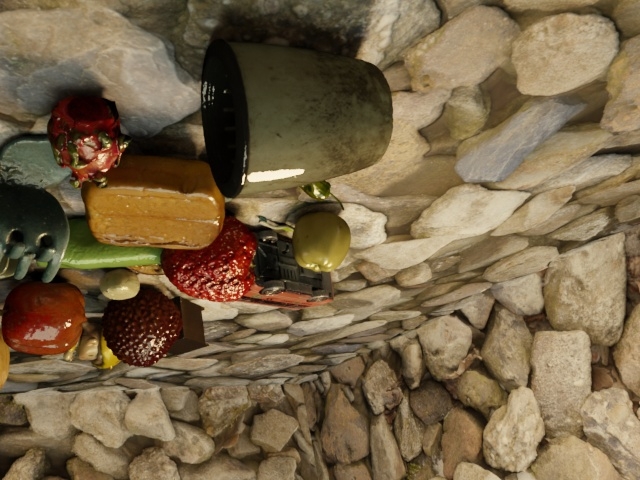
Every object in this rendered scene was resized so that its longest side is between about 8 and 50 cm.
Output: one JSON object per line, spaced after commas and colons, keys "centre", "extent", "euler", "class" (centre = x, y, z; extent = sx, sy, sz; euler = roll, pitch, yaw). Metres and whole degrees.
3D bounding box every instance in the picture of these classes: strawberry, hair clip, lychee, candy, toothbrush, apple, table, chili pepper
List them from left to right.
{"centre": [-0.717, -0.061, 1.317], "extent": [0.318, 0.238, 0.392], "euler": [11, 148, -36], "class": "hair clip"}
{"centre": [-0.599, 0.014, 1.650], "extent": [0.343, 0.142, 0.132], "euler": [0, 163, -22], "class": "candy"}
{"centre": [-0.637, 0.309, 2.136], "extent": [0.275, 0.276, 0.304], "euler": [-19, 124, 15], "class": "lychee"}
{"centre": [-0.567, 0.343, 2.352], "extent": [0.172, 0.169, 0.193], "euler": [-18, 157, 14], "class": "table"}
{"centre": [-0.322, 0.050, 1.702], "extent": [0.277, 0.257, 0.257], "euler": [7, 150, -45], "class": "strawberry"}
{"centre": [-0.107, -0.033, 1.910], "extent": [0.022, 0.026, 0.263], "euler": [-20, 155, 32], "class": "toothbrush"}
{"centre": [-0.020, -0.151, 1.641], "extent": [0.072, 0.073, 0.204], "euler": [-9, 152, 42], "class": "chili pepper"}
{"centre": [0.000, 0.000, 1.854], "extent": [0.200, 0.200, 0.200], "euler": [-10, 156, -4], "class": "apple"}

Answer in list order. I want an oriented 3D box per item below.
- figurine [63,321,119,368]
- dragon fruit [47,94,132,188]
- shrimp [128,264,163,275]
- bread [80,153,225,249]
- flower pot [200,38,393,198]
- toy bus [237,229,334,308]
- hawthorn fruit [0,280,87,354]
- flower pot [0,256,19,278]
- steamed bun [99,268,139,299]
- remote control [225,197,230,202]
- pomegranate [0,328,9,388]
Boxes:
{"centre": [-0.913, 0.391, 2.295], "extent": [0.343, 0.187, 0.215], "euler": [16, 153, -37], "class": "figurine"}
{"centre": [-0.467, -0.196, 1.216], "extent": [0.166, 0.160, 0.172], "euler": [24, 141, 5], "class": "dragon fruit"}
{"centre": [-0.524, 0.053, 1.872], "extent": [0.178, 0.075, 0.289], "euler": [1, 166, -21], "class": "shrimp"}
{"centre": [-0.401, -0.108, 1.459], "extent": [0.337, 0.148, 0.328], "euler": [2, 153, -12], "class": "bread"}
{"centre": [-0.049, -0.246, 1.186], "extent": [0.330, 0.294, 0.293], "euler": [-9, 157, -25], "class": "flower pot"}
{"centre": [-0.149, 0.113, 2.006], "extent": [0.233, 0.203, 0.427], "euler": [-22, 157, 32], "class": "toy bus"}
{"centre": [-0.879, 0.245, 1.904], "extent": [0.262, 0.258, 0.258], "euler": [-25, 162, -25], "class": "hawthorn fruit"}
{"centre": [-0.939, 0.023, 1.482], "extent": [0.254, 0.165, 0.367], "euler": [-15, 162, 34], "class": "flower pot"}
{"centre": [-0.651, 0.138, 1.953], "extent": [0.112, 0.091, 0.130], "euler": [-14, 159, 16], "class": "steamed bun"}
{"centre": [-0.253, -0.160, 1.543], "extent": [0.097, 0.045, 0.256], "euler": [7, 154, -19], "class": "remote control"}
{"centre": [-1.170, 0.356, 1.897], "extent": [0.410, 0.410, 0.410], "euler": [-10, 156, -4], "class": "pomegranate"}
